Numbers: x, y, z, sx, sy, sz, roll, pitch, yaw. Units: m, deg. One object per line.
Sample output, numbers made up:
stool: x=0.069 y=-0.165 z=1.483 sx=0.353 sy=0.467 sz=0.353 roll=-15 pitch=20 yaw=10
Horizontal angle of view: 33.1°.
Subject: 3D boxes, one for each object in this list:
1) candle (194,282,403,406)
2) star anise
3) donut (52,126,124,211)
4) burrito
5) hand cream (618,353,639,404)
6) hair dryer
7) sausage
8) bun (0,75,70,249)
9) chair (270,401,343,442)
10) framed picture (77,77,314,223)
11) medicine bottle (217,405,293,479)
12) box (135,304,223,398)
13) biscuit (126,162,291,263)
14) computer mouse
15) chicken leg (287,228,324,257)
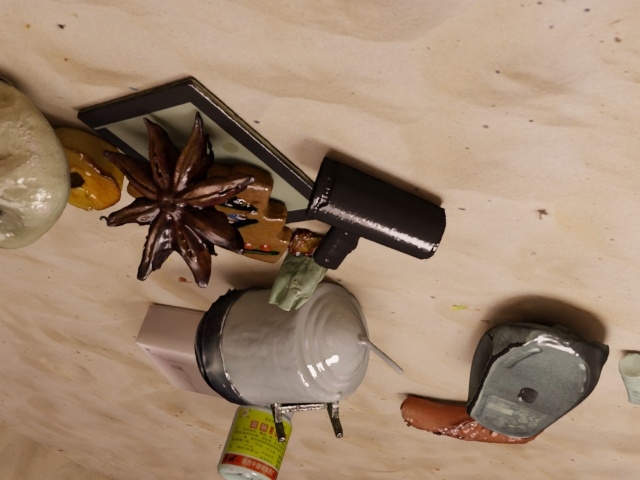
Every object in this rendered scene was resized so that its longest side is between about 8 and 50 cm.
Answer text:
candle: x=-0.046 y=0.182 z=1.910 sx=0.342 sy=0.221 sz=0.221 roll=-10 pitch=143 yaw=39
star anise: x=-0.195 y=-0.061 z=1.555 sx=0.272 sy=0.272 sz=0.102 roll=6 pitch=-167 yaw=23
donut: x=-0.386 y=-0.118 z=1.703 sx=0.178 sy=0.065 sz=0.162 roll=-7 pitch=140 yaw=43
burrito: x=-0.038 y=0.068 z=1.791 sx=0.074 sy=0.118 sz=0.044 roll=26 pitch=150 yaw=1
hand cream: x=0.556 y=0.253 z=1.859 sx=0.078 sy=0.050 sz=0.205 roll=1 pitch=154 yaw=26
hair dryer: x=0.052 y=-0.016 z=1.598 sx=0.197 sy=0.089 sz=0.251 roll=20 pitch=154 yaw=-11
sausage: x=0.314 y=0.373 z=2.215 sx=0.326 sy=0.079 sz=0.087 roll=1 pitch=124 yaw=31
bun: x=-0.499 y=-0.109 z=1.604 sx=0.273 sy=0.168 sz=0.273 roll=24 pitch=133 yaw=29
chair: x=-0.038 y=0.285 z=2.193 sx=0.136 sy=0.147 sz=0.270 roll=-3 pitch=-161 yaw=-7
framed picture: x=-0.164 y=-0.115 z=1.620 sx=0.265 sy=0.016 sz=0.347 roll=-9 pitch=143 yaw=42
medicine bottle: x=-0.143 y=0.453 z=2.492 sx=0.139 sy=0.225 sz=0.139 roll=14 pitch=154 yaw=7
box: x=-0.247 y=0.242 z=2.286 sx=0.203 sy=0.106 sz=0.252 roll=10 pitch=152 yaw=19
biscuit: x=-0.147 y=-0.039 z=1.693 sx=0.278 sy=0.043 sz=0.301 roll=-3 pitch=147 yaw=37
computer mouse: x=0.361 y=0.217 z=1.837 sx=0.203 sy=0.114 sz=0.374 roll=21 pitch=147 yaw=-1
chicken leg: x=0.002 y=0.003 z=1.737 sx=0.145 sy=0.037 sz=0.062 roll=-3 pitch=133 yaw=37
